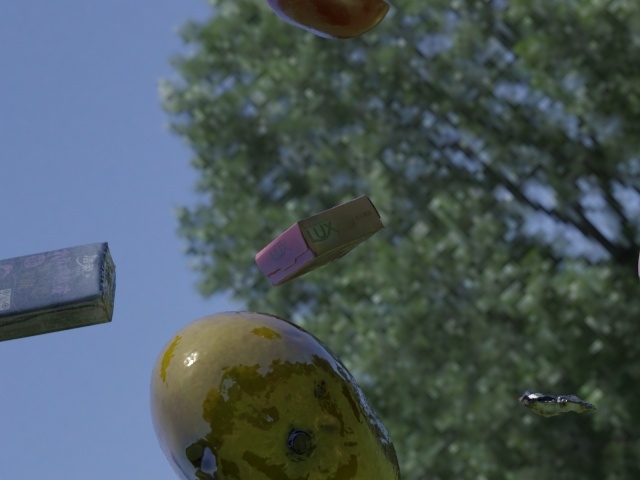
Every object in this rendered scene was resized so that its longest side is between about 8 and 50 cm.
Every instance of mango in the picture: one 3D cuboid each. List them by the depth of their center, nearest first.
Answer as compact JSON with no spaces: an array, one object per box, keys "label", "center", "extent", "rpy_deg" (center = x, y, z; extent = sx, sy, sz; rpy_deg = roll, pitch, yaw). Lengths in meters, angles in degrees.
[{"label":"mango","center":[-0.046,0.228,2.121],"extent":[0.220,0.301,0.445],"rpy_deg":[-47,-17,-7]}]

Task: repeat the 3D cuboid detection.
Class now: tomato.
[{"label":"tomato","center":[-0.012,-0.288,2.188],"extent":[0.082,0.174,0.166],"rpy_deg":[-61,19,9]}]

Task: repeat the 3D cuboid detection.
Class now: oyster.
[{"label":"oyster","center":[0.246,0.170,1.967],"extent":[0.083,0.019,0.054],"rpy_deg":[-5,-23,33]}]

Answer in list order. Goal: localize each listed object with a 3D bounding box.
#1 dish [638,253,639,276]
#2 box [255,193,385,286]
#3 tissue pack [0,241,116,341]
[{"label":"dish","center":[0.510,0.029,2.347],"extent":[0.213,0.090,0.213],"rpy_deg":[-14,-50,-17]},{"label":"box","center":[0.000,0.000,2.572],"extent":[0.156,0.060,0.111],"rpy_deg":[-21,-11,-44]},{"label":"tissue pack","center":[-0.318,0.061,2.175],"extent":[0.156,0.112,0.051],"rpy_deg":[-11,-53,5]}]
